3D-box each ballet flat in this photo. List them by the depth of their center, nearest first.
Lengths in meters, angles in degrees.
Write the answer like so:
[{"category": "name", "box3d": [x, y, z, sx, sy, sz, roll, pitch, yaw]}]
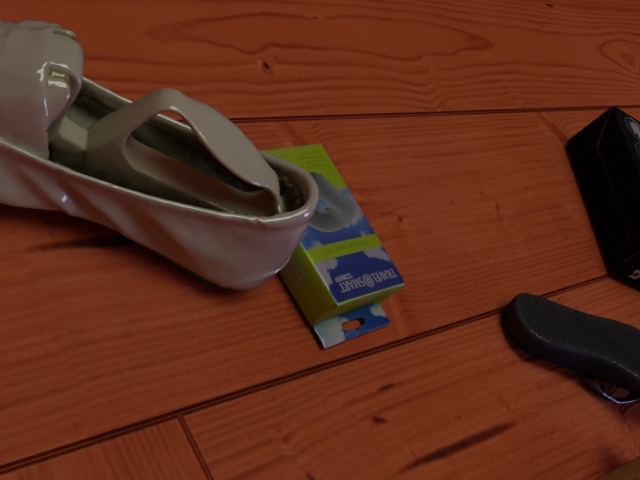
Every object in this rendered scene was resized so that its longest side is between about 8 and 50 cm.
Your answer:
[{"category": "ballet flat", "box3d": [-0.168, -0.082, 0.779, 0.400, 0.139, 0.139, 24, 43, -31]}]

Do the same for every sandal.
[{"category": "sandal", "box3d": [0.297, 0.126, 1.169, 0.254, 0.054, 0.097, 24, 35, -18]}]

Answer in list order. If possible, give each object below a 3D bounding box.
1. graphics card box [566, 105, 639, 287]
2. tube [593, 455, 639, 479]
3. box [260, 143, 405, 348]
[{"category": "graphics card box", "box3d": [0.509, -0.013, 1.477, 0.370, 0.094, 0.233, 21, 45, -33]}, {"category": "tube", "box3d": [0.282, 0.212, 0.902, 0.070, 0.240, 0.062, 24, 45, -30]}, {"category": "box", "box3d": [0.000, 0.000, 0.961, 0.109, 0.042, 0.178, -14, 68, -51]}]
